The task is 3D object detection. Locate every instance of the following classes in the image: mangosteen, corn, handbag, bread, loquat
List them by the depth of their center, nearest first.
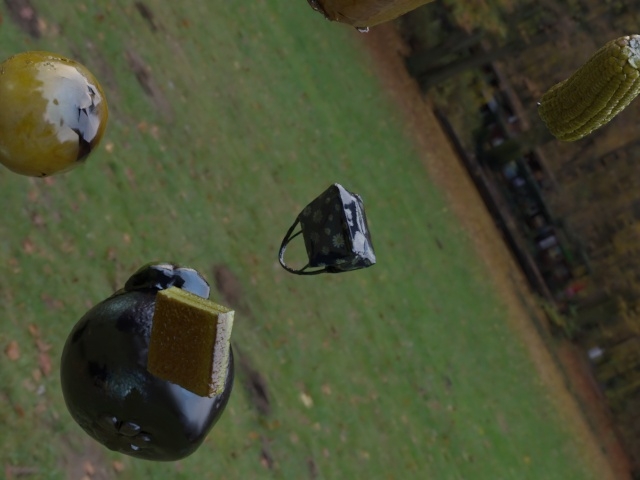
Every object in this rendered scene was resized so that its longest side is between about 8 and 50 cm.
[{"bbox_3d":[-0.134,0.104,1.169,0.035,0.090,0.094,-13,117,-54],"label":"bread"},{"bbox_3d":[-0.207,0.149,1.387,0.243,0.243,0.243,59,11,-18],"label":"mangosteen"},{"bbox_3d":[0.000,0.000,1.561,0.072,0.139,0.115,19,52,-53],"label":"handbag"},{"bbox_3d":[0.414,-0.228,1.694,0.101,0.101,0.292,64,-18,8],"label":"corn"},{"bbox_3d":[-0.503,-0.231,2.059,0.235,0.235,0.235,59,11,-18],"label":"loquat"}]

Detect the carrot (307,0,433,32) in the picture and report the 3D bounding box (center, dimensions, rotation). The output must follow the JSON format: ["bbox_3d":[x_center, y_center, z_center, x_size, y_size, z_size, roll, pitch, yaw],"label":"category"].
[{"bbox_3d":[0.111,-0.339,1.300,0.196,0.254,0.196,10,68,-28],"label":"carrot"}]
